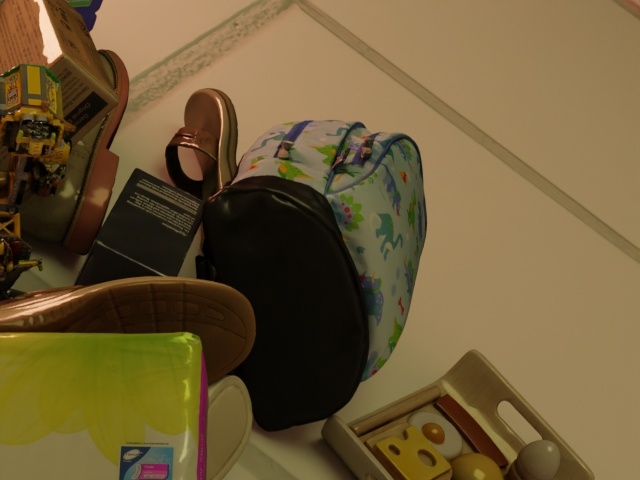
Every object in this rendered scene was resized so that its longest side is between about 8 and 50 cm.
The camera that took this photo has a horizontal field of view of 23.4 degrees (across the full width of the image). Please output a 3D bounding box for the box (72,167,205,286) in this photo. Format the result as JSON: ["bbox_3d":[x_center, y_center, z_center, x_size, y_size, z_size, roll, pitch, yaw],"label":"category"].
[{"bbox_3d":[-0.201,0.037,1.608,0.093,0.156,0.158,27,32,-5],"label":"box"}]

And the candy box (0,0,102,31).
[{"bbox_3d":[-0.462,-0.344,1.869,0.317,0.122,0.268,40,30,28],"label":"candy box"}]

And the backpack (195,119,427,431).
[{"bbox_3d":[0.000,0.000,1.759,0.273,0.290,0.355,-12,20,1],"label":"backpack"}]

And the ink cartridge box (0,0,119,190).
[{"bbox_3d":[-0.332,-0.159,1.671,0.088,0.193,0.235,41,12,-35],"label":"ink cartridge box"}]

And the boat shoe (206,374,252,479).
[{"bbox_3d":[-0.182,0.227,1.433,0.096,0.117,0.324,2,29,30],"label":"boat shoe"}]

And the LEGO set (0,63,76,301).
[{"bbox_3d":[-0.386,-0.036,1.430,0.331,0.255,0.192,10,48,-25],"label":"LEGO set"}]

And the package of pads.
[{"bbox_3d":[-0.242,0.183,1.284,0.296,0.101,0.229,-1,50,-2],"label":"package of pads"}]

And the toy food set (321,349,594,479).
[{"bbox_3d":[0.162,0.242,1.746,0.220,0.092,0.306,47,33,19],"label":"toy food set"}]

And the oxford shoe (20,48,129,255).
[{"bbox_3d":[-0.300,-0.129,1.785,0.130,0.123,0.348,17,33,-15],"label":"oxford shoe"}]

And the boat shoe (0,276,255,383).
[{"bbox_3d":[-0.237,0.090,1.474,0.342,0.123,0.123,-12,20,-14],"label":"boat shoe"}]

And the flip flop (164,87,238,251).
[{"bbox_3d":[-0.151,-0.092,1.906,0.080,0.112,0.277,8,44,-15],"label":"flip flop"}]
